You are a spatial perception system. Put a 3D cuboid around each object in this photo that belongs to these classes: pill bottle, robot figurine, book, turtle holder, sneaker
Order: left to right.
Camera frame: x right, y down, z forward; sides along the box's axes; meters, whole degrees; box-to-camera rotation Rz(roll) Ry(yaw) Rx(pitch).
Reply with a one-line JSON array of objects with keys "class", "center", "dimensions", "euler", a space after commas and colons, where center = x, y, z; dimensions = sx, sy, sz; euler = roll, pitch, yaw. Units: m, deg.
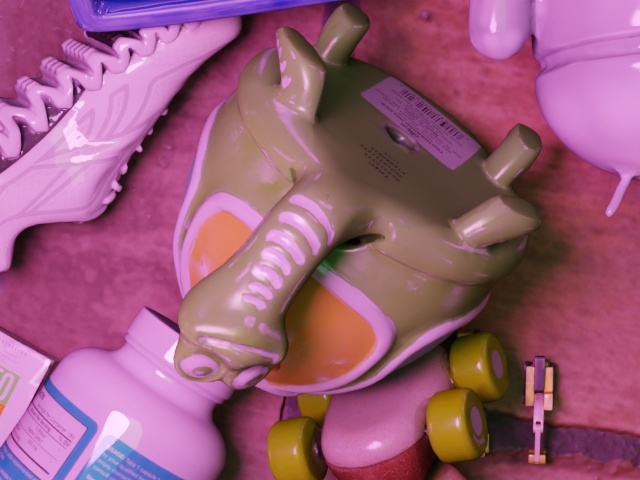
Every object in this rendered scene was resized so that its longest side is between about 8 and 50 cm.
[{"class": "book", "center": [-0.276, 0.134, 1.478], "dimensions": [0.096, 0.035, 0.144], "euler": [28, 90, 8]}, {"class": "sneaker", "center": [-0.176, -0.088, 1.456], "dimensions": [0.292, 0.110, 0.118], "euler": [-34, 109, -4]}, {"class": "pill bottle", "center": [-0.167, 0.181, 1.410], "dimensions": [0.146, 0.146, 0.264], "euler": [35, 90, 4]}, {"class": "turtle holder", "center": [0.015, 0.005, 1.332], "dimensions": [0.243, 0.320, 0.227], "euler": [27, 115, -22]}, {"class": "robot figurine", "center": [0.248, -0.194, 1.377], "dimensions": [0.300, 0.200, 0.354], "euler": [-3, 87, -10]}]

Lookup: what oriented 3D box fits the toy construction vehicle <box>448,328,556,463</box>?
[{"class": "toy construction vehicle", "center": [0.135, 0.118, 1.451], "dimensions": [0.085, 0.035, 0.098], "euler": [5, 88, 3]}]

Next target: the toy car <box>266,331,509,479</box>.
[{"class": "toy car", "center": [0.074, 0.182, 1.416], "dimensions": [0.155, 0.149, 0.188], "euler": [-12, 114, 24]}]

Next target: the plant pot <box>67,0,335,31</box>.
[{"class": "plant pot", "center": [-0.082, -0.313, 1.371], "dimensions": [0.236, 0.236, 0.212], "euler": [-7, 48, 1]}]
